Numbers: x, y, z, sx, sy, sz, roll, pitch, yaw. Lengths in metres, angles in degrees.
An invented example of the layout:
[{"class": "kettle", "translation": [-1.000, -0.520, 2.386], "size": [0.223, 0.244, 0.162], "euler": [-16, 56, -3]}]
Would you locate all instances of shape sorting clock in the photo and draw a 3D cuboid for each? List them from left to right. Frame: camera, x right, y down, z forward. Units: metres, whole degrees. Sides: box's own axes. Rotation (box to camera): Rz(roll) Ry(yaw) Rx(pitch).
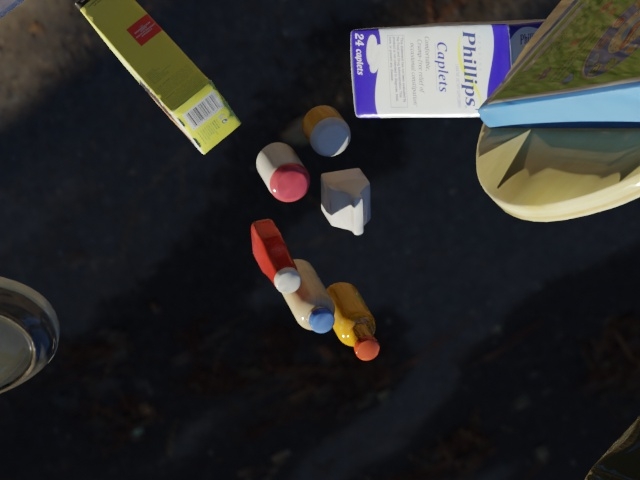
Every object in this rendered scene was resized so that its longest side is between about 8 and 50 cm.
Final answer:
[{"class": "shape sorting clock", "translation": [0.132, -0.082, 0.538], "size": [0.206, 0.206, 0.040], "euler": [-40, 104, 20]}]

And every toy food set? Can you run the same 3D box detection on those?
[{"class": "toy food set", "translation": [0.000, 0.000, 1.597], "size": [0.111, 0.104, 0.232], "euler": [-9, 120, -14]}]

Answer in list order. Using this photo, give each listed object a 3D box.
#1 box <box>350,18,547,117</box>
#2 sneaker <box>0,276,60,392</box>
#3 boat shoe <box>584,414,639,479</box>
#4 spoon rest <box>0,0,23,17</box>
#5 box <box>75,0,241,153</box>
[{"class": "box", "translation": [0.113, -0.136, 1.333], "size": [0.137, 0.072, 0.126], "euler": [2, -171, 31]}, {"class": "sneaker", "translation": [-0.251, 0.087, 0.910], "size": [0.222, 0.118, 0.083], "euler": [-11, 117, 3]}, {"class": "boat shoe", "translation": [0.247, 0.173, 1.316], "size": [0.153, 0.056, 0.048], "euler": [-57, 163, -13]}, {"class": "spoon rest", "translation": [-0.161, -0.145, 0.752], "size": [0.084, 0.137, 0.276], "euler": [-5, -174, 17]}, {"class": "box", "translation": [-0.180, -0.196, 1.863], "size": [0.058, 0.232, 0.087], "euler": [-39, 140, -3]}]
